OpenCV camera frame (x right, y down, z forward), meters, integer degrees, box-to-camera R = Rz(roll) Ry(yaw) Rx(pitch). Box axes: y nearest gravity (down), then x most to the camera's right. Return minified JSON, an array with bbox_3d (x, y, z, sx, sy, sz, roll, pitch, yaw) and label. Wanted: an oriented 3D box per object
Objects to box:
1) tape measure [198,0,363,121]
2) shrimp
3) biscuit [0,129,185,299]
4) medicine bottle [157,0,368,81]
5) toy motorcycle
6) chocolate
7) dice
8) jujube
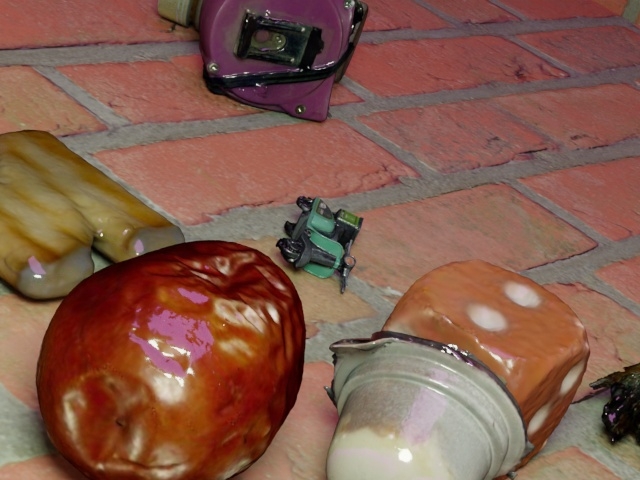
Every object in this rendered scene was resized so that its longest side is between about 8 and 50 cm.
[{"bbox_3d":[-0.061,-0.310,2.077,0.245,0.232,0.149,7,29,-17],"label":"tape measure"},{"bbox_3d":[0.473,0.215,1.634,0.365,0.071,0.233,-6,43,-45],"label":"shrimp"},{"bbox_3d":[-0.319,-0.035,1.538,0.290,0.062,0.237,35,30,28],"label":"biscuit"},{"bbox_3d":[-0.093,-0.384,2.277,0.322,0.151,0.151,22,26,3],"label":"medicine bottle"},{"bbox_3d":[0.000,0.000,1.710,0.100,0.058,0.173,25,24,-3],"label":"toy motorcycle"},{"bbox_3d":[0.076,0.195,1.264,0.221,0.221,0.147,26,41,10],"label":"chocolate"},{"bbox_3d":[0.160,0.133,1.432,0.175,0.174,0.179,37,29,27],"label":"dice"},{"bbox_3d":[-0.126,0.106,1.251,0.223,0.223,0.318,24,22,7],"label":"jujube"}]
